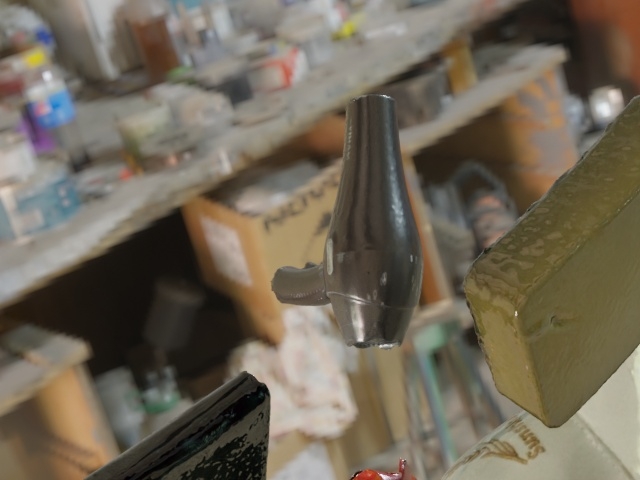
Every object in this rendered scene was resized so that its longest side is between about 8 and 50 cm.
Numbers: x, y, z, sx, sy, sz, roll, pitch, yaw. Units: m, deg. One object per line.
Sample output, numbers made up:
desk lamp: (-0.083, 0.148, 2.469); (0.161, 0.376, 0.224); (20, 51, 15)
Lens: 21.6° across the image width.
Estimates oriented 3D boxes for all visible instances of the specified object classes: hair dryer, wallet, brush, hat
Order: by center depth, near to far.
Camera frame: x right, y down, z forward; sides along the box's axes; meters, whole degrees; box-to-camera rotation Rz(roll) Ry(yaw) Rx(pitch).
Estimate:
brush: (0.172, 0.010, 1.029); (0.059, 0.123, 0.197); (25, 59, 38)
hat: (0.159, 0.159, 1.178); (0.168, 0.301, 0.258); (0, 15, -17)
wallet: (-0.162, 0.229, 1.230); (0.318, 0.172, 0.045); (-32, 53, -33)
hair dryer: (0.000, 0.000, 1.583); (0.091, 0.235, 0.271); (7, -16, -30)

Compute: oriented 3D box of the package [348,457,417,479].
package: (0.006, 0.418, 1.723); (0.123, 0.423, 0.196); (21, 37, -20)
